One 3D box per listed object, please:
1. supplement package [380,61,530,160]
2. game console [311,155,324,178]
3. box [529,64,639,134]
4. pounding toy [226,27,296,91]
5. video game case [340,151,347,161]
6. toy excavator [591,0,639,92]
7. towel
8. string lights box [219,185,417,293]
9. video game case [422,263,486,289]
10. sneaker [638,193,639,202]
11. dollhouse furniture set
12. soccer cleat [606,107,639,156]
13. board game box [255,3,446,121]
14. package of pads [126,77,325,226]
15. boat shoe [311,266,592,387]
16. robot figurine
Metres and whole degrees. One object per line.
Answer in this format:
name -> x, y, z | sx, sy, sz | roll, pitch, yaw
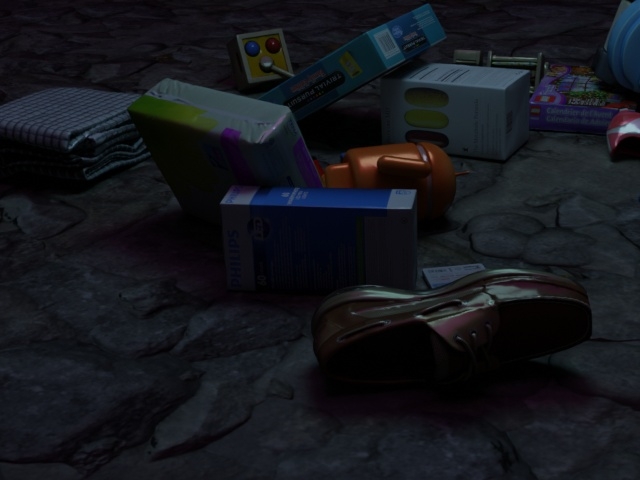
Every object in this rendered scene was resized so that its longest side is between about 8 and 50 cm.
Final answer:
supplement package -> 0.247, -0.241, 2.058 | 0.244, 0.139, 0.134 | 9, 26, 28
game console -> -0.070, -0.087, 1.891 | 0.144, 0.085, 0.124 | -14, 57, -23
box -> 0.535, -0.283, 2.225 | 0.201, 0.057, 0.293 | 6, 25, 18
pounding toy -> -0.115, -0.387, 2.456 | 0.130, 0.141, 0.100 | -14, -2, -24
video game case -> 0.116, -0.131, 1.970 | 0.119, 0.015, 0.166 | -10, 25, -15
toy excavator -> 0.753, -0.290, 2.017 | 0.433, 0.222, 0.445 | 10, 31, -11
towel -> -0.450, -0.189, 2.037 | 0.235, 0.121, 0.284 | 10, 25, 23
string lights box -> 0.000, 0.000, 1.530 | 0.260, 0.133, 0.076 | 2, 24, 10
video game case -> 0.194, 0.064, 1.518 | 0.087, 0.011, 0.122 | -5, 23, -7
sneaker -> 0.592, -0.076, 1.731 | 0.209, 0.069, 0.082 | -10, 21, -16
dollhouse furniture set -> 0.383, -0.335, 2.365 | 0.182, 0.101, 0.161 | 6, 0, 19
soccer cleat -> 0.626, -0.171, 1.959 | 0.248, 0.083, 0.095 | 9, 56, 14
board game box -> 0.042, -0.314, 2.123 | 0.336, 0.079, 0.254 | -26, 6, 38
package of pads -> -0.129, -0.112, 1.684 | 0.297, 0.229, 0.101 | 20, 57, 40
boat shoe -> 0.149, 0.117, 1.288 | 0.324, 0.122, 0.120 | -8, 28, 8
robot figurine -> 0.114, -0.086, 1.725 | 0.220, 0.158, 0.128 | -7, 40, -10
